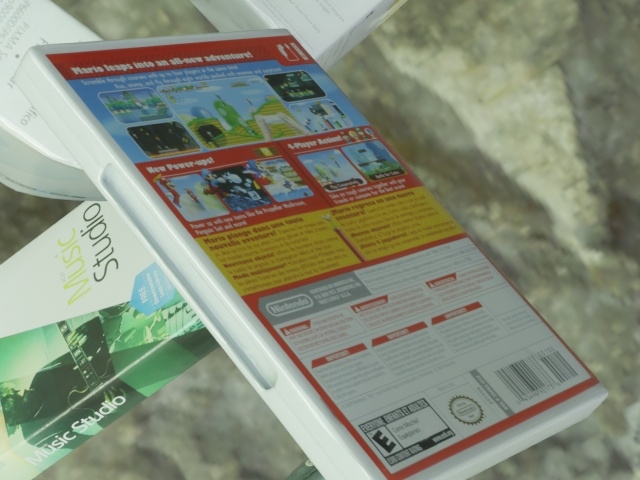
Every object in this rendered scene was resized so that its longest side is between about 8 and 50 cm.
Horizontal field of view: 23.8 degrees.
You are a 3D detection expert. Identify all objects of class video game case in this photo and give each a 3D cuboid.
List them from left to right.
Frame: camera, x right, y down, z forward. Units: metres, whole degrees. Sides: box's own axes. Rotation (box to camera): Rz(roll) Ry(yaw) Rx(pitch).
[{"bbox_3d":[0.000,0.000,0.769,0.204,0.025,0.285,-14,-122,-51],"label":"video game case"}]

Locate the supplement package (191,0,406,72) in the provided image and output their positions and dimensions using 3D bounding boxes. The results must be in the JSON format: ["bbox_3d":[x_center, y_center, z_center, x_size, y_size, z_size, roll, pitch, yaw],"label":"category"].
[{"bbox_3d":[0.023,-0.256,1.300,0.134,0.244,0.139,47,169,1],"label":"supplement package"}]

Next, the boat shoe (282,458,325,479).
[{"bbox_3d":[0.028,0.178,1.301,0.099,0.319,0.116,40,168,28],"label":"boat shoe"}]

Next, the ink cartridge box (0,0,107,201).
[{"bbox_3d":[-0.144,-0.045,1.076,0.385,0.091,0.308,38,169,-11],"label":"ink cartridge box"}]

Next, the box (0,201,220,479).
[{"bbox_3d":[-0.230,0.076,1.472,0.058,0.322,0.232,41,-163,-44],"label":"box"}]
